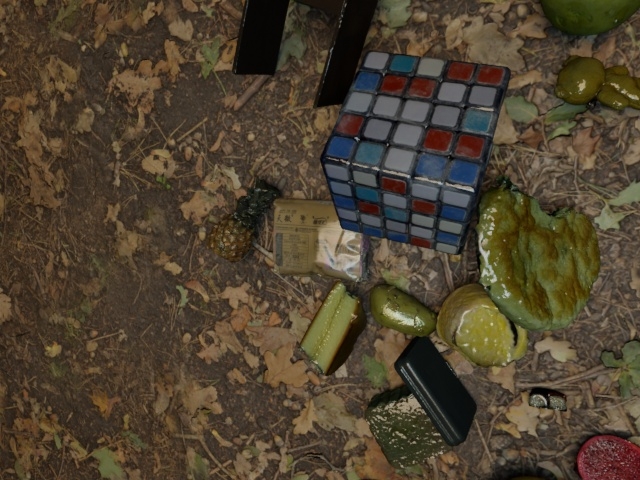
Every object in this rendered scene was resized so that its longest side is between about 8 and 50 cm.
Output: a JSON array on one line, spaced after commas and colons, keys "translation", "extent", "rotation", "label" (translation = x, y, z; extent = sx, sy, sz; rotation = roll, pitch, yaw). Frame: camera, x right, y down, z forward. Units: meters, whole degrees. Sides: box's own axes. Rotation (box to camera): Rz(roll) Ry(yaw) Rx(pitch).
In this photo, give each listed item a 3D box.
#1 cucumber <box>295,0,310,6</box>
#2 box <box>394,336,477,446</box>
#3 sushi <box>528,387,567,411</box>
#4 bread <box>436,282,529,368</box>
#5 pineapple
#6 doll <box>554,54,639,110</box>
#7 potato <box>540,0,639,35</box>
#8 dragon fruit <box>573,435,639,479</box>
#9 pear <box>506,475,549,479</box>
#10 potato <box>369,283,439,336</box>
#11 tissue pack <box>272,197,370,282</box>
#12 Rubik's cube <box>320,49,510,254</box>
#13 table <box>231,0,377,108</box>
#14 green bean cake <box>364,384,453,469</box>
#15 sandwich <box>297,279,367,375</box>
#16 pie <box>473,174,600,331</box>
[{"translation": [0.009, -0.620, 1.058], "extent": [0.250, 0.056, 0.056], "rotation": [21, 101, 18], "label": "cucumber"}, {"translation": [0.281, 0.355, 1.003], "extent": [0.050, 0.160, 0.230], "rotation": [-40, 81, 34], "label": "box"}, {"translation": [0.540, 0.377, 0.988], "extent": [0.083, 0.044, 0.046], "rotation": [3, 74, 17], "label": "sushi"}, {"translation": [0.369, 0.200, 0.952], "extent": [0.197, 0.170, 0.197], "rotation": [1, 101, 8], "label": "bread"}, {"translation": [-0.210, -0.061, 1.159], "extent": [0.128, 0.128, 0.248], "rotation": [38, 99, 12], "label": "pineapple"}, {"translation": [0.601, -0.312, 0.875], "extent": [0.210, 0.097, 0.137], "rotation": [23, 64, 8], "label": "doll"}, {"translation": [0.544, -0.562, 0.805], "extent": [0.216, 0.216, 0.304], "rotation": [6, 102, 18], "label": "potato"}, {"translation": [0.659, 0.530, 0.931], "extent": [0.153, 0.153, 0.111], "rotation": [-20, 129, 19], "label": "dragon fruit"}, {"translation": [0.486, 0.671, 0.906], "extent": [0.281, 0.281, 0.280], "rotation": [2, 96, 19], "label": "pear"}, {"translation": [0.209, 0.182, 1.054], "extent": [0.188, 0.085, 0.105], "rotation": [21, 80, 12], "label": "potato"}, {"translation": [0.000, 0.000, 1.086], "extent": [0.257, 0.123, 0.215], "rotation": [3, 94, 17], "label": "tissue pack"}, {"translation": [0.195, -0.173, 0.868], "extent": [0.293, 0.287, 0.292], "rotation": [16, 70, 18], "label": "Rubik's cube"}, {"translation": [-0.033, -0.498, 0.986], "extent": [0.251, 0.196, 0.282], "rotation": [26, 120, 14], "label": "table"}, {"translation": [0.227, 0.466, 1.066], "extent": [0.181, 0.094, 0.173], "rotation": [-30, 86, 19], "label": "green bean cake"}, {"translation": [0.047, 0.216, 1.081], "extent": [0.122, 0.128, 0.235], "rotation": [34, 111, 19], "label": "sandwich"}, {"translation": [0.446, 0.037, 0.845], "extent": [0.078, 0.371, 0.296], "rotation": [-13, 64, 59], "label": "pie"}]
